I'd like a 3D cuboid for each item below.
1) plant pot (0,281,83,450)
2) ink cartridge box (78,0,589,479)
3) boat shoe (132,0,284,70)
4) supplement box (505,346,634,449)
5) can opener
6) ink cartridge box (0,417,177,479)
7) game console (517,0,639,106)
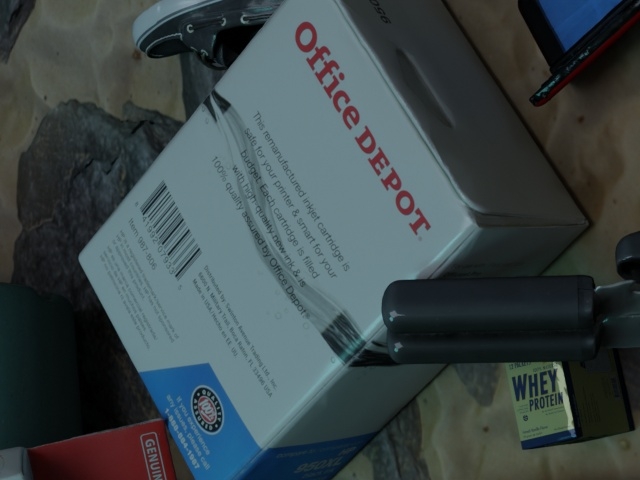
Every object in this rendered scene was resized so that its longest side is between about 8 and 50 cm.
[{"bbox_3d":[-0.380,0.223,1.900,0.341,0.341,0.334,-13,74,41],"label":"plant pot"},{"bbox_3d":[0.000,0.000,1.647,0.395,0.166,0.285,-47,60,32],"label":"ink cartridge box"},{"bbox_3d":[-0.089,-0.203,1.798,0.229,0.080,0.076,-15,78,33],"label":"boat shoe"},{"bbox_3d":[0.201,0.122,1.519,0.056,0.083,0.083,-20,76,41],"label":"supplement box"},{"bbox_3d":[0.192,0.043,1.460,0.284,0.076,0.095,-2,46,9],"label":"can opener"},{"bbox_3d":[-0.239,0.324,1.676,0.066,0.261,0.296,-110,9,-69],"label":"ink cartridge box"},{"bbox_3d":[0.212,-0.194,1.517,0.085,0.124,0.144,47,123,1],"label":"game console"}]
